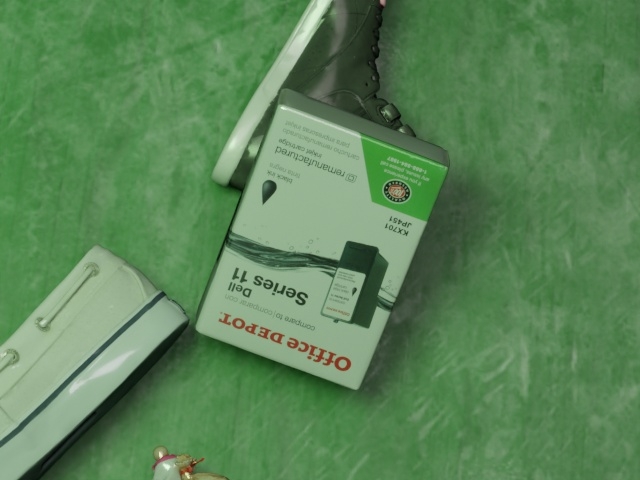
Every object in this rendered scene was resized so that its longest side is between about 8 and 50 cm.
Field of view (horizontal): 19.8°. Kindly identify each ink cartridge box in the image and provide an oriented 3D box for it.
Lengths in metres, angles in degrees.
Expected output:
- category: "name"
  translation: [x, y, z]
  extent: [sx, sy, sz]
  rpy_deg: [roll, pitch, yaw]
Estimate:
- category: "ink cartridge box"
  translation: [0.000, 0.000, 1.525]
  extent: [0.153, 0.087, 0.208]
  rpy_deg: [20, 104, -4]

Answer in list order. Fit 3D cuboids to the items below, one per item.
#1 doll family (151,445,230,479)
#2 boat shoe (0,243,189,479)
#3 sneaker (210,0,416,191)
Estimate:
- category: "doll family"
  translation: [-0.099, 0.299, 1.459]
  extent: [0.163, 0.118, 0.263]
  rpy_deg: [-13, 56, -12]
- category: "boat shoe"
  translation: [-0.280, 0.128, 1.455]
  extent: [0.156, 0.136, 0.367]
  rpy_deg: [44, 66, 5]
- category: "sneaker"
  translation: [0.034, -0.144, 1.629]
  extent: [0.147, 0.104, 0.296]
  rpy_deg: [29, 75, -2]
